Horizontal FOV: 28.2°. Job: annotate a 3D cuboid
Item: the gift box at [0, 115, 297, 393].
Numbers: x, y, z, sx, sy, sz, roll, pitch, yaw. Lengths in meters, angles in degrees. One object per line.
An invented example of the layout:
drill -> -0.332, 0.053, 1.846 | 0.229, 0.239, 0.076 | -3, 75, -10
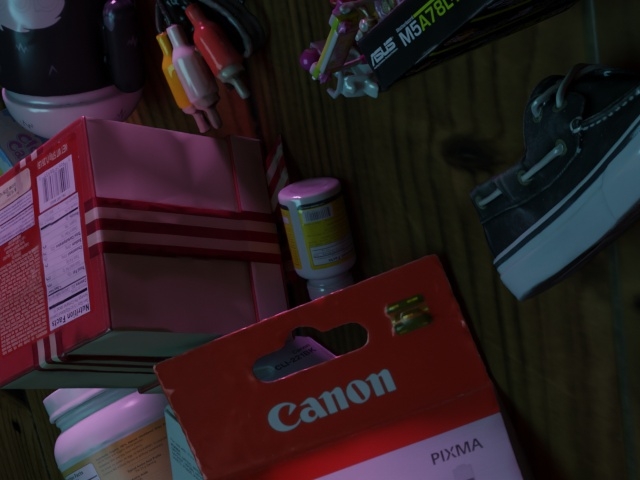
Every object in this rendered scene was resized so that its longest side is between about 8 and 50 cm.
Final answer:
gift box -> -0.178, 0.004, 1.325 | 0.255, 0.258, 0.276 | -20, 70, 44

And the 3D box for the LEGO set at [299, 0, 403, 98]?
LEGO set -> 0.027, -0.233, 1.038 | 0.132, 0.107, 0.287 | 37, 139, 38

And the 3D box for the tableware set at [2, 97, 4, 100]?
tableware set -> -0.422, -0.173, 1.834 | 0.104, 0.024, 0.154 | 41, 140, 34

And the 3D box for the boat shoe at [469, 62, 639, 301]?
boat shoe -> 0.187, -0.064, 0.895 | 0.119, 0.121, 0.335 | 54, 149, 10

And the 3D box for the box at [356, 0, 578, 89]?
box -> 0.143, -0.178, 0.821 | 0.045, 0.190, 0.184 | 62, 149, 1

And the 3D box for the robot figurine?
robot figurine -> -0.291, -0.251, 1.449 | 0.209, 0.173, 0.278 | -103, 8, -61

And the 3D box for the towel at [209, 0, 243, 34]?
towel -> -0.105, -0.240, 1.325 | 0.060, 0.009, 0.083 | 49, 145, 24

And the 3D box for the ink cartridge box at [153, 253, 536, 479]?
ink cartridge box -> 0.040, 0.247, 1.176 | 0.091, 0.308, 0.385 | -41, -71, -77

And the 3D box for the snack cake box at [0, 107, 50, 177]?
snack cake box -> -0.376, -0.045, 1.771 | 0.264, 0.089, 0.152 | 53, 148, 12

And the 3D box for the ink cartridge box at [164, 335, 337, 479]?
ink cartridge box -> -0.052, 0.271, 1.409 | 0.114, 0.197, 0.273 | 30, 135, 43

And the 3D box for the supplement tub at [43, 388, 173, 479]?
supplement tub -> -0.196, 0.300, 1.616 | 0.316, 0.228, 0.228 | 63, 149, 6

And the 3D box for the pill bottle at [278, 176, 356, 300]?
pill bottle -> 0.000, 0.000, 1.275 | 0.065, 0.065, 0.116 | 13, 120, 53

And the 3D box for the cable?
cable -> -0.160, -0.250, 1.294 | 0.287, 0.072, 0.139 | 54, 141, -5
